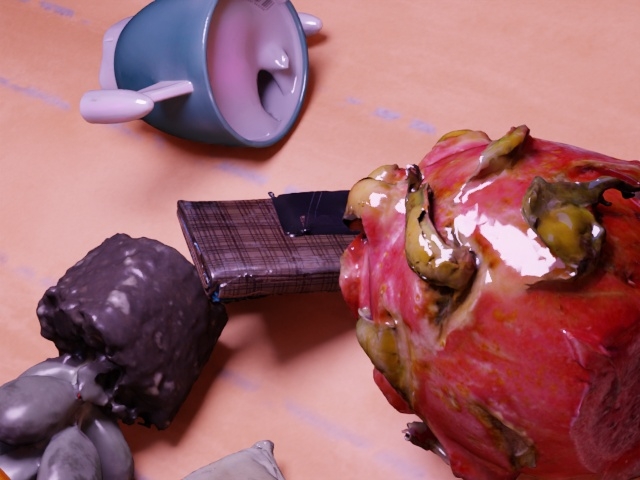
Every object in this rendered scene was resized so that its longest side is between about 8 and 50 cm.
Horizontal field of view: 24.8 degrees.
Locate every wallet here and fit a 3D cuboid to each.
[{"bbox_3d":[0.000,0.000,1.240,0.230,0.042,0.124,-6,39,-20],"label":"wallet"}]

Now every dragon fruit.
[{"bbox_3d":[0.140,0.030,1.068,0.250,0.269,0.291,-31,46,-19],"label":"dragon fruit"}]

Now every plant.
[{"bbox_3d":[-0.196,0.128,1.208,0.146,0.149,0.274,-7,42,44],"label":"plant"}]

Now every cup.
[{"bbox_3d":[-0.126,-0.175,1.454,0.173,0.167,0.300,1,23,38],"label":"cup"}]

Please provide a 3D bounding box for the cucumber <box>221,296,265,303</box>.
[{"bbox_3d":[-0.055,0.033,1.308,0.108,0.035,0.067,-9,35,9],"label":"cucumber"}]

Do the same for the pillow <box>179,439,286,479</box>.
[{"bbox_3d":[-0.059,0.281,1.044,0.185,0.075,0.302,-25,42,-11],"label":"pillow"}]

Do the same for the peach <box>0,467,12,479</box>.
[{"bbox_3d":[-0.356,0.276,1.011,0.373,0.372,0.290,10,10,32],"label":"peach"}]
